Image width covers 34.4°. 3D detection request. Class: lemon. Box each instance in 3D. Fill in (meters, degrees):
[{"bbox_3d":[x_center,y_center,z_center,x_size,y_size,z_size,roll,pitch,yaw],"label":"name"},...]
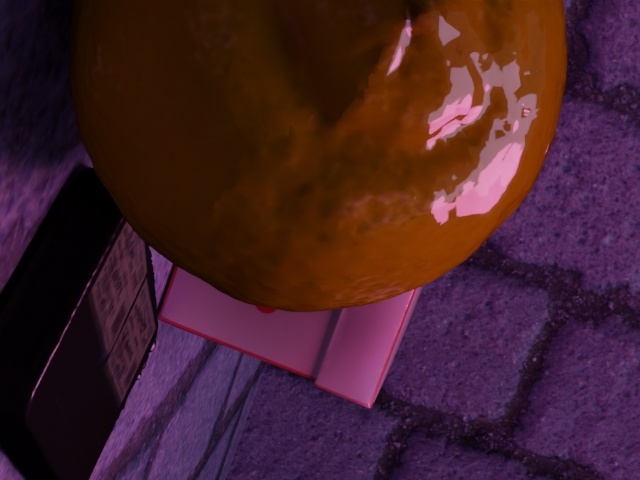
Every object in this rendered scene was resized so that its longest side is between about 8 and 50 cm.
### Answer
[{"bbox_3d":[-0.007,-0.113,0.694,0.348,0.348,0.348,21,90,-85],"label":"lemon"}]

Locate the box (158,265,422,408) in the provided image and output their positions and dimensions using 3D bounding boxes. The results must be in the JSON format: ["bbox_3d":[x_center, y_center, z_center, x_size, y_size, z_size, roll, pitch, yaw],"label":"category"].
[{"bbox_3d":[0.000,0.000,1.391,0.314,0.300,0.312,-37,148,-80],"label":"box"}]

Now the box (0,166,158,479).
[{"bbox_3d":[-0.213,0.099,0.918,0.350,0.058,0.211,102,9,-64],"label":"box"}]
